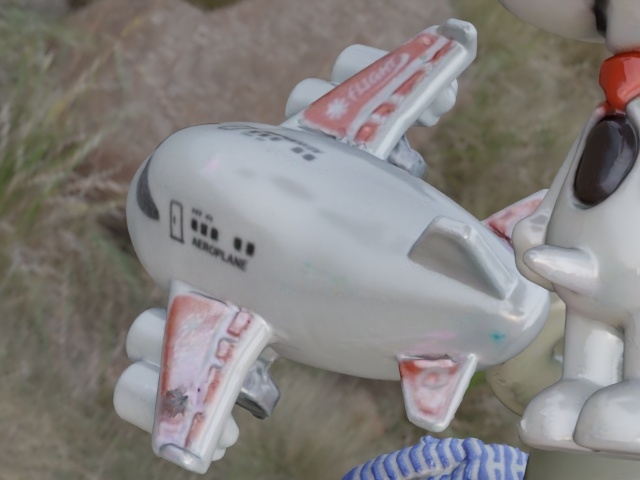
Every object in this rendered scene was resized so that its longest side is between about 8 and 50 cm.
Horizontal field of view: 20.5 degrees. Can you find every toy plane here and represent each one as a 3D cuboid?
[{"bbox_3d":[0.002,0.002,0.823,0.118,0.252,0.252,49,15,-43],"label":"toy plane"}]

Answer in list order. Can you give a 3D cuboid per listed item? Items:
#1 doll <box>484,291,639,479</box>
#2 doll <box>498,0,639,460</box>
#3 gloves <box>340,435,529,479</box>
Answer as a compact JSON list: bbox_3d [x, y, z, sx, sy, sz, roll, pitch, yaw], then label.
[{"bbox_3d":[0.214,0.193,0.817,0.226,0.215,0.370,10,45,-36],"label":"doll"},{"bbox_3d":[0.146,-0.060,0.625,0.144,0.208,0.271,9,65,-38],"label":"doll"},{"bbox_3d":[0.121,0.172,1.064,0.229,0.097,0.119,6,29,12],"label":"gloves"}]
